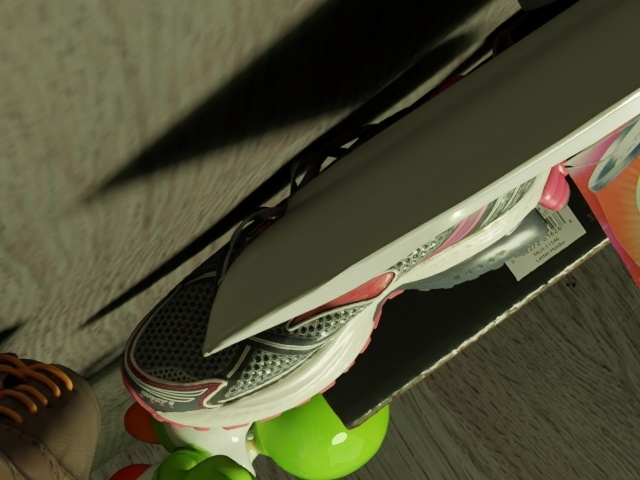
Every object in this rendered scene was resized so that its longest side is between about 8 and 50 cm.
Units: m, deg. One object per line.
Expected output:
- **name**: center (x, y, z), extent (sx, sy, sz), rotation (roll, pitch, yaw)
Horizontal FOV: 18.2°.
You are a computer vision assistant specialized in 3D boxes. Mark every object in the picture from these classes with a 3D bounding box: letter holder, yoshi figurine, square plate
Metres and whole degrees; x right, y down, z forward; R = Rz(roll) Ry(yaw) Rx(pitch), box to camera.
- **letter holder**: center (0.109, -0.020, 1.482), extent (0.302, 0.152, 0.214), rotation (-37, 178, 9)
- **yoshi figurine**: center (-0.058, 0.206, 1.529), extent (0.203, 0.203, 0.362), rotation (-19, -134, 58)
- **square plate**: center (0.132, -0.078, 0.917), extent (0.347, 0.049, 0.344), rotation (-33, 176, 22)

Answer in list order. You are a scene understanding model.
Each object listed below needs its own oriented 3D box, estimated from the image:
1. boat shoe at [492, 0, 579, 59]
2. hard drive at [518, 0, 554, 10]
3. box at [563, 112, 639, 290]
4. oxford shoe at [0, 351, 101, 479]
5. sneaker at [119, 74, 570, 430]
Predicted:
- **boat shoe**: center (0.146, -0.122, 1.258), extent (0.073, 0.073, 0.207), rotation (15, 138, -34)
- **hard drive**: center (0.228, -0.214, 1.010), extent (0.203, 0.040, 0.307), rotation (-39, 175, 34)
- **box**: center (0.271, -0.047, 0.919), extent (0.300, 0.154, 0.142), rotation (-27, 174, -46)
- **oxford shoe**: center (-0.180, 0.107, 0.985), extent (0.363, 0.130, 0.132), rotation (101, 10, -75)
- **sneaker**: center (0.000, 0.000, 1.199), extent (0.299, 0.121, 0.112), rotation (-36, 147, 8)
